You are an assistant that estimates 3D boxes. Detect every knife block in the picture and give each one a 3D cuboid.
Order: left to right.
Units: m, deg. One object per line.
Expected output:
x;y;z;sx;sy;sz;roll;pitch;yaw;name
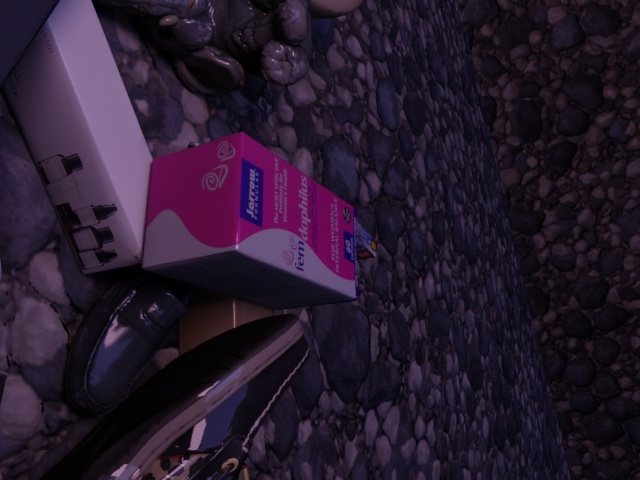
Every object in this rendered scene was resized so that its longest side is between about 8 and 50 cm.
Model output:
-0.118;0.022;0.686;0.242;0.088;0.275;61;37;-26;knife block

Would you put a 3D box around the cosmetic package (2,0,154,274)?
-0.221;-0.091;0.544;0.060;0.099;0.239;-38;113;-56;cosmetic package

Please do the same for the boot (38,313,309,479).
-0.095;0.272;0.516;0.377;0.138;0.284;-43;107;-39;boot

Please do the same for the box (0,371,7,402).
-0.266;0.168;0.380;0.029;0.116;0.162;29;57;-53;box

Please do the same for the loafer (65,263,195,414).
-0.177;0.068;0.585;0.076;0.078;0.223;54;40;-35;loafer

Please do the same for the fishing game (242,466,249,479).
-0.163;0.318;0.576;0.264;0.041;0.189;-3;76;-52;fishing game

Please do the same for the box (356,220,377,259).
0.000;0.000;0.830;0.094;0.137;0.027;45;46;-43;box

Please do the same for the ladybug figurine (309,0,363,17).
-0.083;-0.469;0.811;0.449;0.162;0.305;21;63;-53;ladybug figurine

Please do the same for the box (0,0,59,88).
-0.329;-0.269;0.347;0.343;0.179;0.312;46;44;-42;box

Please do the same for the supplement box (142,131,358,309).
-0.058;-0.005;0.587;0.220;0.114;0.111;26;59;-55;supplement box

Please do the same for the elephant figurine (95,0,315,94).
-0.132;-0.265;0.709;0.169;0.239;0.186;-87;176;-48;elephant figurine
